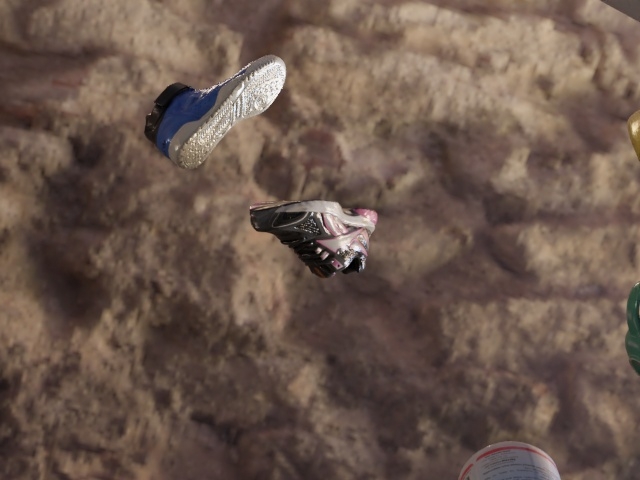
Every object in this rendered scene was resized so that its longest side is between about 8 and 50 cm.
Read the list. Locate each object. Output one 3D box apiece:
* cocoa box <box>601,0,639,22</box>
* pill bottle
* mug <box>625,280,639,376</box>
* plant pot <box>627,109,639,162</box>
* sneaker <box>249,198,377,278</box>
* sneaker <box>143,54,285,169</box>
[{"bbox_3d":[0.466,-0.443,1.654,0.347,0.228,0.231,29,-112,0],"label":"cocoa box"},{"bbox_3d":[0.164,0.244,1.009,0.087,0.087,0.160,13,-150,-11],"label":"pill bottle"},{"bbox_3d":[0.443,0.133,1.600,0.158,0.097,0.129,43,173,16],"label":"mug"},{"bbox_3d":[0.371,-0.034,0.830,0.254,0.239,0.254,47,-157,-27],"label":"plant pot"},{"bbox_3d":[0.000,0.000,1.301,0.072,0.077,0.178,-3,173,42],"label":"sneaker"},{"bbox_3d":[-0.111,-0.144,1.257,0.084,0.152,0.058,37,167,35],"label":"sneaker"}]
